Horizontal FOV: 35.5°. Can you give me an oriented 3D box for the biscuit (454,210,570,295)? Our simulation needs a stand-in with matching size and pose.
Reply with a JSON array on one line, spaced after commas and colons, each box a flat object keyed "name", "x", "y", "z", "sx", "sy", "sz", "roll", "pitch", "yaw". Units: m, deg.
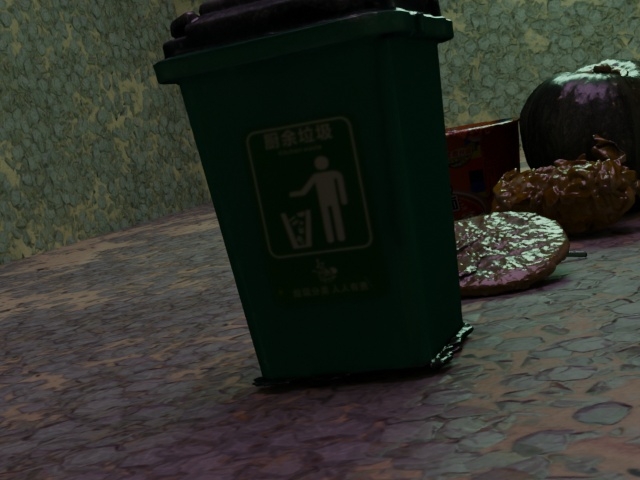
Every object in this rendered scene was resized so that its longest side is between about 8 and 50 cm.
[{"name": "biscuit", "x": 0.221, "y": 0.015, "z": 1.323, "sx": 0.220, "sy": 0.033, "sz": 0.220, "roll": -12, "pitch": 26, "yaw": 6}]

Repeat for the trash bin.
[{"name": "trash bin", "x": 0.018, "y": -0.065, "z": 1.029, "sx": 0.259, "sy": 0.381, "sz": 0.295, "roll": -7, "pitch": 7, "yaw": 21}]

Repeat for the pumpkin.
[{"name": "pumpkin", "x": 0.523, "y": -0.183, "z": 1.757, "sx": 0.327, "sy": 0.257, "sz": 0.291, "roll": -12, "pitch": 21, "yaw": -17}]

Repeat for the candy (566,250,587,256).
[{"name": "candy", "x": 0.270, "y": 0.017, "z": 1.404, "sx": 0.202, "sy": 0.061, "sz": 0.061, "roll": 0, "pitch": 9, "yaw": 16}]

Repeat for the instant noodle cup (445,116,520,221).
[{"name": "instant noodle cup", "x": 0.270, "y": -0.116, "z": 1.879, "sx": 0.250, "sy": 0.192, "sz": 0.250, "roll": -11, "pitch": 6, "yaw": 1}]

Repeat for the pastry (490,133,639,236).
[{"name": "pastry", "x": 0.395, "y": -0.076, "z": 1.587, "sx": 0.250, "sy": 0.102, "sz": 0.154, "roll": -14, "pitch": 32, "yaw": 36}]
